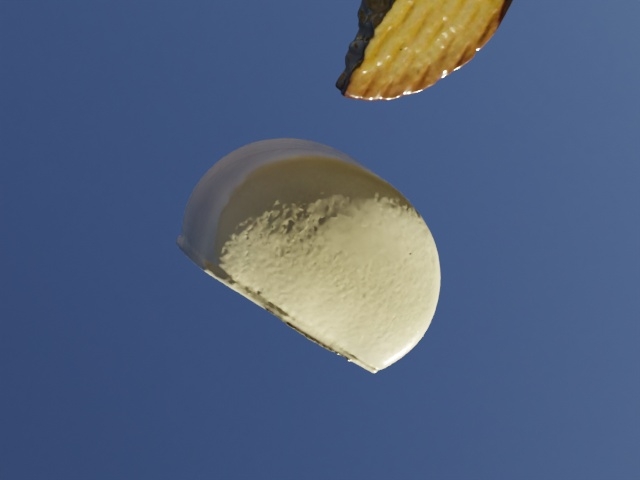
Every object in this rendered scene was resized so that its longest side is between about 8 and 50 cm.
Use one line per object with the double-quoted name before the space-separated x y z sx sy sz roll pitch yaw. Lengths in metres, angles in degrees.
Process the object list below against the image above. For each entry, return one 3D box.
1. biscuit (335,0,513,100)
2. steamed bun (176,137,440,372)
"biscuit" 0.089 -0.214 1.356 0.031 0.228 0.176 47 175 48
"steamed bun" 0.000 0.000 1.551 0.241 0.164 0.146 34 -178 -22
